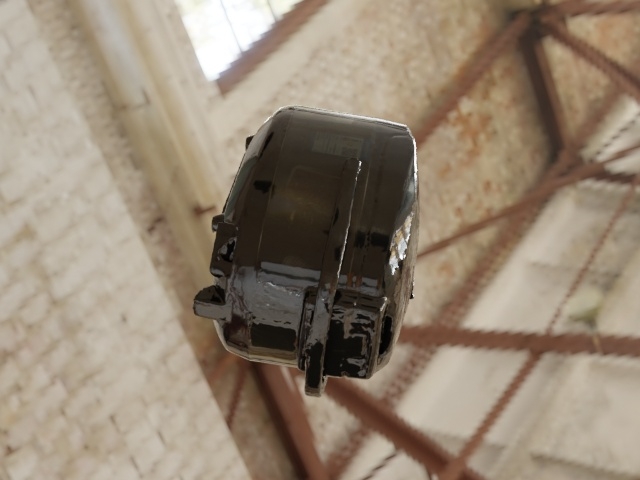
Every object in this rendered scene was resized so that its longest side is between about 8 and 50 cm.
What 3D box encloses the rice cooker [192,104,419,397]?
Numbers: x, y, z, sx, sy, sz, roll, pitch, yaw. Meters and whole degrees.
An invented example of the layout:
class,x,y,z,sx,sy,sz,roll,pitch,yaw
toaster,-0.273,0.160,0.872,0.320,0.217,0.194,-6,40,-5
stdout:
class,x,y,z,sx,sy,sz,roll,pitch,yaw
rice cooker,0.000,0.000,0.839,0.106,0.112,0.165,14,-142,8
